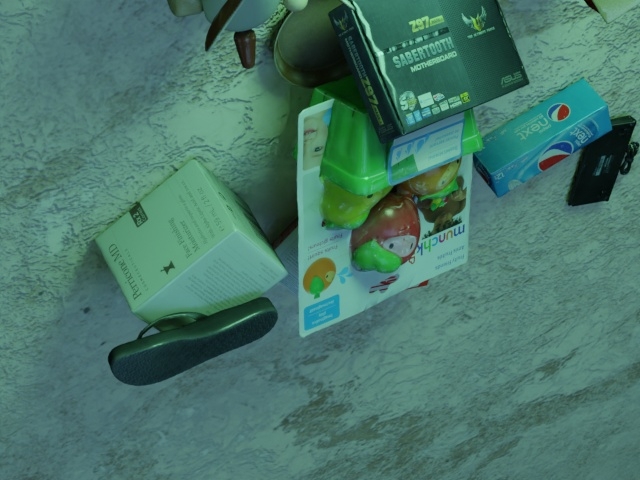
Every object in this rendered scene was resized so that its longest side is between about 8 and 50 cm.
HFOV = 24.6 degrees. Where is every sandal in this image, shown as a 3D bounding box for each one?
[{"bbox_3d":[-0.177,0.129,1.973,0.254,0.054,0.097,-16,148,-34],"label":"sandal"}]

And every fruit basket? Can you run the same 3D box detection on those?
[{"bbox_3d":[0.103,-0.063,2.030,0.327,0.165,0.353,-22,121,-33],"label":"fruit basket"}]

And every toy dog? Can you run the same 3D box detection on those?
[{"bbox_3d":[-0.076,-0.267,1.647,0.220,0.334,0.161,-13,102,6],"label":"toy dog"}]

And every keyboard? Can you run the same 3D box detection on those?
[{"bbox_3d":[0.471,-0.131,2.418,0.108,0.023,0.180,-9,138,-19],"label":"keyboard"}]

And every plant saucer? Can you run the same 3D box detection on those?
[{"bbox_3d":[0.010,-0.273,1.923,0.168,0.029,0.168,-20,141,-18],"label":"plant saucer"}]

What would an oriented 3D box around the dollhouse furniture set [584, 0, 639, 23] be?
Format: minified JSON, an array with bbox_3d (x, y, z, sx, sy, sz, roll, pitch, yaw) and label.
[{"bbox_3d":[0.285,-0.391,1.834,0.135,0.262,0.259,-35,109,5],"label":"dollhouse furniture set"}]

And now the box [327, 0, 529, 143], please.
[{"bbox_3d":[0.142,-0.247,1.893,0.232,0.183,0.059,-23,-179,-33],"label":"box"}]

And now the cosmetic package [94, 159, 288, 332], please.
[{"bbox_3d":[-0.176,0.022,2.012,0.183,0.151,0.151,-39,142,7],"label":"cosmetic package"}]

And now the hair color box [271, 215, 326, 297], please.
[{"bbox_3d":[0.000,0.000,2.164,0.093,0.053,0.167,41,107,-14],"label":"hair color box"}]

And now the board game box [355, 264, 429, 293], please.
[{"bbox_3d":[0.094,0.021,2.294,0.193,0.045,0.147,-11,137,-26],"label":"board game box"}]

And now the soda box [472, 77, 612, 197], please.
[{"bbox_3d":[0.337,-0.157,2.251,0.210,0.071,0.067,-31,142,-3],"label":"soda box"}]
